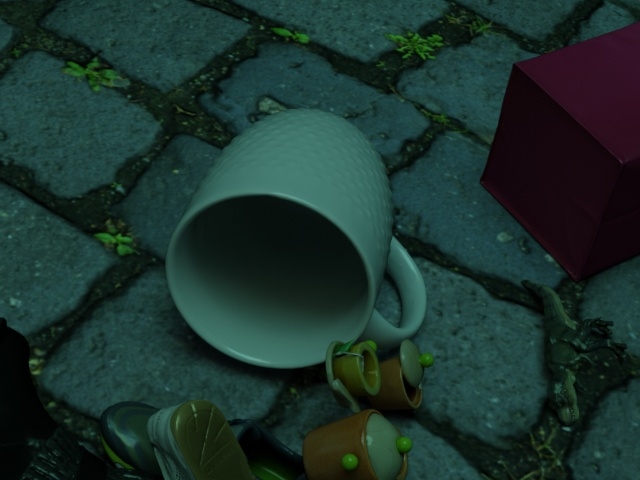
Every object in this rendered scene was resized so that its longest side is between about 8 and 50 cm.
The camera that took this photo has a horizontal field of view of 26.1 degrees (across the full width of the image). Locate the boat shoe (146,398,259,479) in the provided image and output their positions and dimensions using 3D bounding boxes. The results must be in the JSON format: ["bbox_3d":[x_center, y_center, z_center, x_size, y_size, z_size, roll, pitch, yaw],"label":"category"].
[{"bbox_3d":[-0.116,0.311,1.595,0.098,0.096,0.277,-30,101,-42],"label":"boat shoe"}]

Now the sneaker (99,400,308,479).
[{"bbox_3d":[-0.128,0.256,1.684,0.300,0.121,0.111,19,44,7],"label":"sneaker"}]

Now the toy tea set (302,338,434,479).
[{"bbox_3d":[0.085,0.226,1.701,0.124,0.200,0.336,-14,35,23],"label":"toy tea set"}]

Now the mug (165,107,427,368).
[{"bbox_3d":[0.000,0.000,1.898,0.374,0.276,0.328,41,32,-14],"label":"mug"}]

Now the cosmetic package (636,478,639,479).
[{"bbox_3d":[0.476,0.355,1.733,0.238,0.107,0.127,-7,48,-23],"label":"cosmetic package"}]

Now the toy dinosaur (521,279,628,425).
[{"bbox_3d":[0.363,0.141,1.955,0.118,0.064,0.268,0,42,-3],"label":"toy dinosaur"}]

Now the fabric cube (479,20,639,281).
[{"bbox_3d":[0.440,-0.137,2.111,0.258,0.259,0.254,-22,54,-27],"label":"fabric cube"}]

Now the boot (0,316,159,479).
[{"bbox_3d":[-0.312,0.245,1.627,0.260,0.131,0.348,17,34,-16],"label":"boot"}]
